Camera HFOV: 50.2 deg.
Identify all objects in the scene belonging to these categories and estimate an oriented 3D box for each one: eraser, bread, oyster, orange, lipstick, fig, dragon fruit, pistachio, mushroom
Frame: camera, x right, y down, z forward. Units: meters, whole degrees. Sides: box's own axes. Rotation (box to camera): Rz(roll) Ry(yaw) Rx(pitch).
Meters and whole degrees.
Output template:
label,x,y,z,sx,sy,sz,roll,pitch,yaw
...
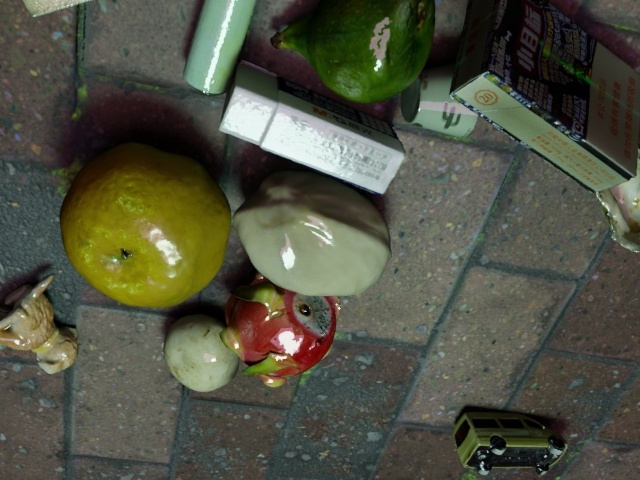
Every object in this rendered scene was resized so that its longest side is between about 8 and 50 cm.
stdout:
label,x,y,z,sx,sy,sz,roll,pitch,yaw
eraser,-0.013,-0.179,1.086,0.287,0.130,0.086,20,121,-16
bread,-0.363,-0.374,0.982,0.153,0.028,0.068,-15,126,7
oyster,0.596,-0.061,1.223,0.341,0.110,0.166,26,116,-18
orange,-0.283,-0.026,1.124,0.279,0.235,0.279,5,121,9
lipstick,-0.129,-0.353,0.982,0.076,0.076,0.304,15,125,-14
fig,0.037,-0.307,0.980,0.235,0.203,0.203,20,131,24
dragon fruit,-0.081,0.157,1.289,0.227,0.224,0.224,-28,125,34
pistachio,0.000,0.000,1.181,0.331,0.208,0.226,19,157,-39
mushroom,-0.238,0.222,1.379,0.166,0.127,0.166,8,117,16

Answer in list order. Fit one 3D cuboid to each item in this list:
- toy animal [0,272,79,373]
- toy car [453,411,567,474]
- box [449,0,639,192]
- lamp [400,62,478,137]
label,x,y,z,sx,sy,sz,roll,pitch,yaw
toy animal,-0.526,0.169,1.338,0.184,0.104,0.185,-35,117,13
toy car,0.444,0.470,1.604,0.256,0.124,0.101,6,127,-20
box,0.346,-0.230,1.021,0.310,0.198,0.084,27,153,-22
lamp,0.240,-0.220,1.076,0.214,0.121,0.121,1,127,-15
